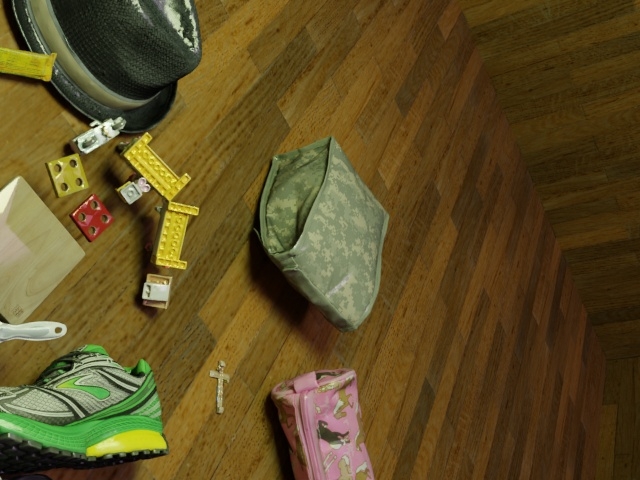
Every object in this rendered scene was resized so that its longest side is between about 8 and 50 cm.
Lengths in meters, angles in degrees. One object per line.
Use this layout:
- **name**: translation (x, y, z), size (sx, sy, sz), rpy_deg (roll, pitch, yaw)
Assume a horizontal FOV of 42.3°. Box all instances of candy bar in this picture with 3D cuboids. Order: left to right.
- **candy bar**: translation (-0.409, -0.232, 1.054), size (0.161, 0.018, 0.040), rpy_deg (0, 121, -51)

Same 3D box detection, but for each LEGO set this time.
- **LEGO set**: translation (-0.258, -0.048, 1.219), size (0.132, 0.107, 0.287), rpy_deg (-27, 110, -23)

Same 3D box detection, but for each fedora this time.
- **fedora**: translation (-0.280, -0.329, 1.202), size (0.334, 0.152, 0.334), rpy_deg (27, 56, -51)

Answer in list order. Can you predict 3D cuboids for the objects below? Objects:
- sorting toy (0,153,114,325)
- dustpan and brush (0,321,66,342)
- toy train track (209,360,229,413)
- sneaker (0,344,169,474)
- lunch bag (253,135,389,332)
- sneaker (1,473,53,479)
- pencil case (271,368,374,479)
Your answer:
- **sorting toy**: translation (-0.373, 0.008, 1.007), size (0.274, 0.046, 0.132), rpy_deg (-55, 126, -34)
- **dustpan and brush**: translation (-0.386, 0.101, 0.905), size (0.211, 0.060, 0.147), rpy_deg (4, 85, -47)
- **toy train track**: translation (-0.157, 0.233, 1.320), size (0.048, 0.014, 0.083), rpy_deg (27, 57, -51)
- **sneaker**: translation (-0.320, 0.199, 0.987), size (0.343, 0.134, 0.146), rpy_deg (25, 51, -63)
- **lunch bag**: translation (0.000, 0.000, 1.514), size (0.235, 0.169, 0.287), rpy_deg (51, 35, -36)
- **sneaker**: translation (-0.320, 0.374, 0.943), size (0.106, 0.078, 0.234), rpy_deg (-9, 89, -66)
- **pencil case**: translation (0.022, 0.408, 1.410), size (0.160, 0.167, 0.386), rpy_deg (-10, 87, -26)
